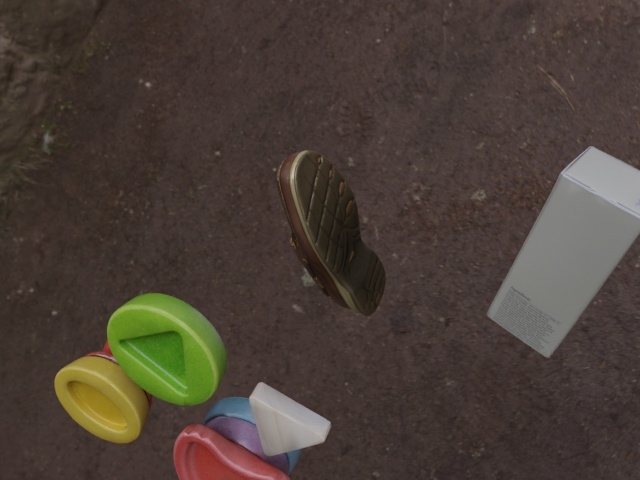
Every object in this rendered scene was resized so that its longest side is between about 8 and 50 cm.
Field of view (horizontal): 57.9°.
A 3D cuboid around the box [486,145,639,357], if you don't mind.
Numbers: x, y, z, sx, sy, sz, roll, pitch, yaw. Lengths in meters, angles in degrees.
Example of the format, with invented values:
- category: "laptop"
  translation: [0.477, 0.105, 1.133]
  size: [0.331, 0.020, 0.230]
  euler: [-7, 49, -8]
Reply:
- category: "box"
  translation: [0.327, 0.024, 0.765]
  size: [0.113, 0.094, 0.275]
  euler: [37, 141, 23]

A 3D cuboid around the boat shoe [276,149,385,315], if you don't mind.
- category: "boat shoe"
  translation: [0.000, 0.000, 0.490]
  size: [0.060, 0.178, 0.064]
  euler: [7, 53, 33]

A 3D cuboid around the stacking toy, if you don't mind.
- category: "stacking toy"
  translation: [-0.128, 0.171, 0.683]
  size: [0.309, 0.130, 0.279]
  euler: [37, 127, -1]
